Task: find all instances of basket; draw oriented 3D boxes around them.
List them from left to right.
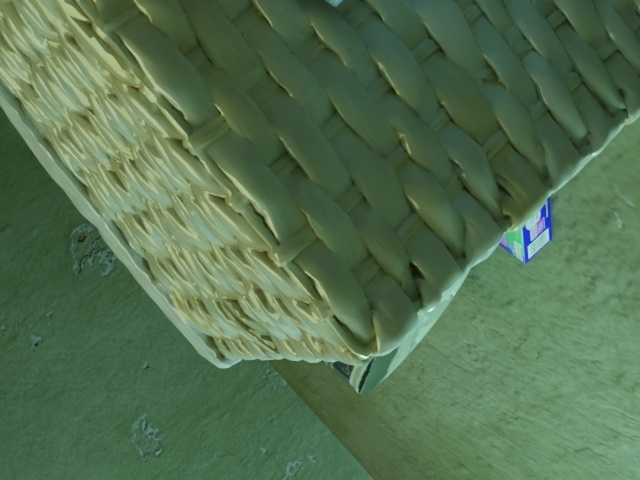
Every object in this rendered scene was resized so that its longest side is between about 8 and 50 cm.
[{"bbox_3d":[-0.010,-0.141,0.622,0.331,0.328,0.266,53,160,-10],"label":"basket"}]

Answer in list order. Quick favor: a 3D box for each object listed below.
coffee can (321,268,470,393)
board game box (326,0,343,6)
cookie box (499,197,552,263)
[{"bbox_3d":[0.000,0.000,1.098,0.275,0.201,0.201,38,162,16],"label":"coffee can"},{"bbox_3d":[0.071,-0.211,0.424,0.039,0.211,0.160,35,166,-8],"label":"board game box"},{"bbox_3d":[0.153,-0.043,0.920,0.107,0.040,0.091,40,163,33],"label":"cookie box"}]
